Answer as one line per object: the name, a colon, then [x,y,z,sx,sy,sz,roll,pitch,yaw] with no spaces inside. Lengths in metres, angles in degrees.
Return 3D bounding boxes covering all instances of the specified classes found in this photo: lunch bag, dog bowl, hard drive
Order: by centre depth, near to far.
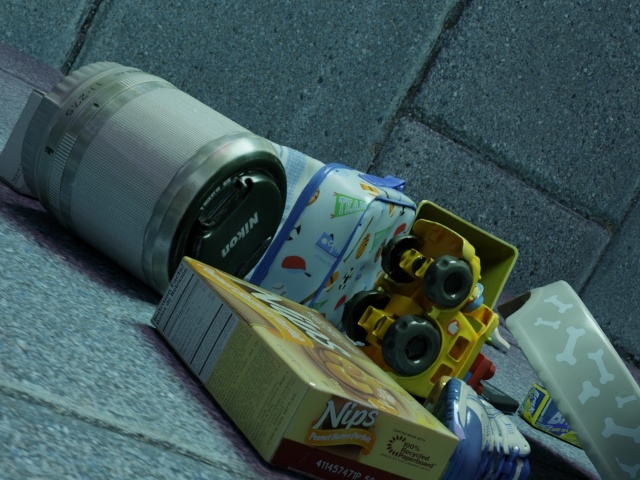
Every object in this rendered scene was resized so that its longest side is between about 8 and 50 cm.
dog bowl: [0.363,0.206,1.764,0.348,0.102,0.349,57,6,-8]
lunch bag: [0.025,0.007,1.847,0.115,0.243,0.303,31,7,15]
hard drive: [0.241,0.231,2.029,0.094,0.022,0.135,32,7,29]

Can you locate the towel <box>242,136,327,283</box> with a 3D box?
towel: [-0.085,-0.036,1.878,0.034,0.209,0.285,21,1,32]

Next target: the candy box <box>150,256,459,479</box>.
candy box: [-0.025,0.133,1.299,0.183,0.087,0.316,25,7,-32]

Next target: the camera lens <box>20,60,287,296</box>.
camera lens: [-0.194,-0.070,1.590,0.274,0.219,0.219,32,7,28]

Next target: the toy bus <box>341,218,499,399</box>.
toy bus: [0.163,0.113,1.778,0.211,0.220,0.149,33,-1,-29]

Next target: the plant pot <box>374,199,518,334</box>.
plant pot: [0.208,0.066,2.488,0.212,0.212,0.187,28,-7,-12]

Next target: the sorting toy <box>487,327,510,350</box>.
sorting toy: [0.364,0.202,2.768,0.075,0.045,0.083,37,7,9]

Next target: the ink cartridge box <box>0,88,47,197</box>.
ink cartridge box: [-0.328,-0.112,1.763,0.072,0.127,0.175,32,6,37]

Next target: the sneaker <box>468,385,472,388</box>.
sneaker: [0.181,0.228,1.644,0.078,0.067,0.188,59,-3,-2]

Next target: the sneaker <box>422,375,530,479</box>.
sneaker: [0.168,0.215,1.401,0.131,0.111,0.296,30,7,4]

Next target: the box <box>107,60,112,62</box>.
box: [-0.232,-0.123,2.087,0.290,0.177,0.279,26,7,-21]

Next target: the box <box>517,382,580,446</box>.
box: [0.398,0.287,2.104,0.169,0.059,0.054,26,6,-26]
